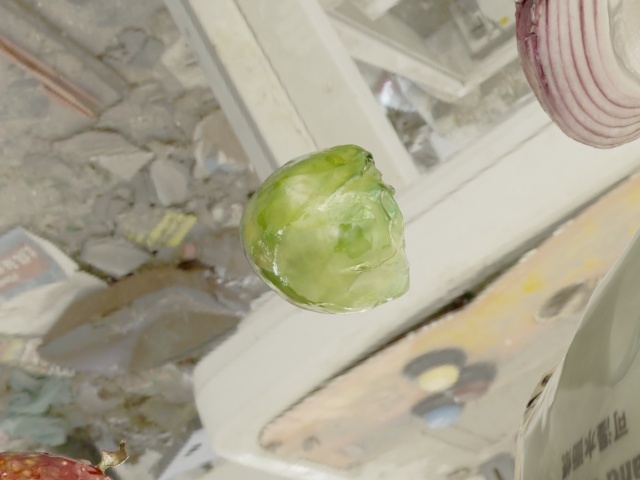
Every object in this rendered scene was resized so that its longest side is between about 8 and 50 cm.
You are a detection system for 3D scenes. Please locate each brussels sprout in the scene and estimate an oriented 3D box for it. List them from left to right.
[{"bbox_3d":[-0.004,0.000,0.832,0.122,0.149,0.152,-21,149,-16],"label":"brussels sprout"}]

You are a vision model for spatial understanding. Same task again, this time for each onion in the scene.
[{"bbox_3d":[0.277,-0.238,0.962,0.227,0.120,0.283,-40,127,2],"label":"onion"}]

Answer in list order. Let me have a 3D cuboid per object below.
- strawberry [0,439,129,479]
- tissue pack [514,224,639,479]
[{"bbox_3d":[-0.247,0.374,1.061,0.292,0.344,0.292,-14,-174,1],"label":"strawberry"},{"bbox_3d":[0.196,0.143,0.406,0.195,0.390,0.376,6,148,-3],"label":"tissue pack"}]
